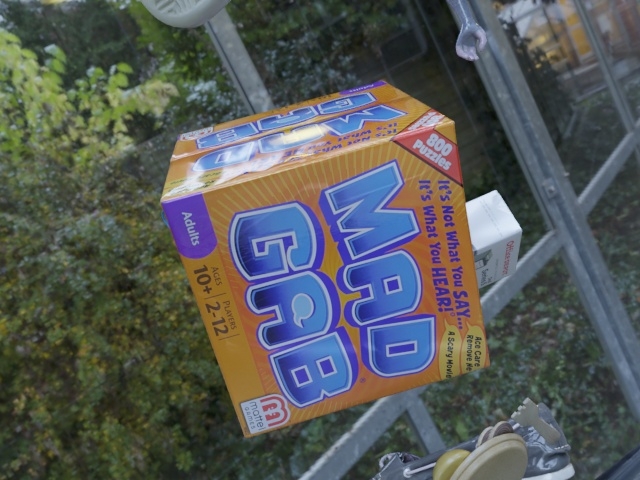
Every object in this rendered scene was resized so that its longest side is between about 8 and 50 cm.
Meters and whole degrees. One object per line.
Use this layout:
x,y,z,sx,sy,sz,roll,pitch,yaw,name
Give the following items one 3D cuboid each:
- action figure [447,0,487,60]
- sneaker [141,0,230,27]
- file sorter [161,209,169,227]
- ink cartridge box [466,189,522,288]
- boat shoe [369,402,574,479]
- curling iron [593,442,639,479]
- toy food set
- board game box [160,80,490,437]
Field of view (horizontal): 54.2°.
0.161,-0.419,0.800,0.370,0.276,0.248,-2,-38,-45,action figure
-0.039,-0.338,0.517,0.350,0.131,0.148,-55,-8,27,sneaker
-0.244,-0.067,1.375,0.170,0.118,0.104,-35,-2,-40,file sorter
0.276,0.035,1.333,0.272,0.115,0.198,-23,-31,-1,ink cartridge box
0.169,0.306,0.859,0.335,0.096,0.112,-20,-18,20,boat shoe
0.261,0.295,0.680,0.274,0.068,0.035,-44,-12,18,curling iron
0.173,0.254,0.685,0.192,0.132,0.038,-48,41,0,toy food set
0.000,0.000,0.942,0.356,0.357,0.356,-16,23,-2,board game box
